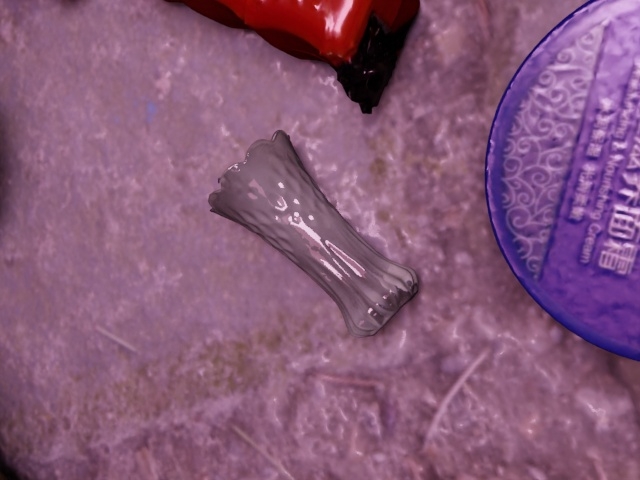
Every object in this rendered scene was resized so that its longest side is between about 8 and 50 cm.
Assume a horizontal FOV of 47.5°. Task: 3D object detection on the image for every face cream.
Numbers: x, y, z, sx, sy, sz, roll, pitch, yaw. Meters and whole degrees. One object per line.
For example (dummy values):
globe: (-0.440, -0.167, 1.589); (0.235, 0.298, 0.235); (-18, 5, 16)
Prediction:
face cream: (0.203, -0.041, 0.406); (0.206, 0.111, 0.205); (6, 104, 25)

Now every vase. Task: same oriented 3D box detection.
vase: (0.000, 0.000, 0.513); (0.149, 0.081, 0.081); (43, 105, 9)

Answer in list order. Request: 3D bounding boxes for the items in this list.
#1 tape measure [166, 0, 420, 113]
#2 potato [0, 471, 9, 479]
tape measure: (-0.021, -0.250, 0.490); (0.253, 0.114, 0.260); (26, 97, 18)
potato: (-0.360, 0.260, 0.576); (0.326, 0.221, 0.243); (41, 103, 10)
